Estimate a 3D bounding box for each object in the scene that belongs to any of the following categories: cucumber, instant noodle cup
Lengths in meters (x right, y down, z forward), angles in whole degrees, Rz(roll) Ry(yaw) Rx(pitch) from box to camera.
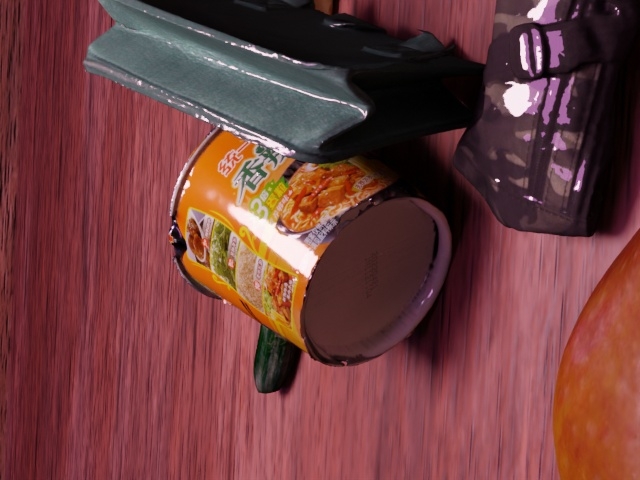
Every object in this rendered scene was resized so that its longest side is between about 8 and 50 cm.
[{"bbox_3d":[-0.055,0.137,1.102,0.048,0.048,0.105,37,120,53],"label":"cucumber"},{"bbox_3d":[0.000,0.000,0.878,0.182,0.230,0.230,38,120,41],"label":"instant noodle cup"}]

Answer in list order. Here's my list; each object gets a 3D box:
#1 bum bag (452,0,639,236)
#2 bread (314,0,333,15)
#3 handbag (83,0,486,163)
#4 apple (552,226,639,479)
[{"bbox_3d":[0.181,-0.169,0.692,0.144,0.095,0.340,27,114,40],"label":"bum bag"},{"bbox_3d":[-0.082,-0.276,1.113,0.246,0.111,0.239,25,113,53],"label":"bread"},{"bbox_3d":[-0.036,-0.168,0.840,0.326,0.238,0.089,25,118,35],"label":"handbag"},{"bbox_3d":[0.247,0.076,0.386,0.288,0.288,0.316,52,141,46],"label":"apple"}]
